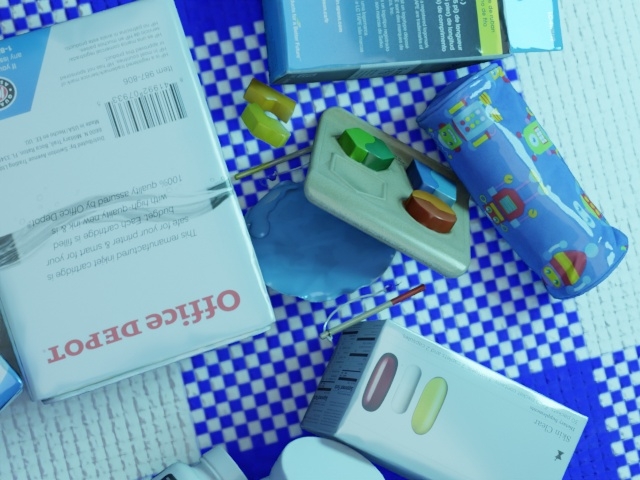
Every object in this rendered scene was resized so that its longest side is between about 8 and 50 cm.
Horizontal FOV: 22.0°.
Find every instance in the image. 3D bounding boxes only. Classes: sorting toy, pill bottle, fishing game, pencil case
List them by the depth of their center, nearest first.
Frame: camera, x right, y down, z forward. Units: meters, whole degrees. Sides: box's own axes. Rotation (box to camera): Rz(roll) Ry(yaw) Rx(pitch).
[{"bbox_3d":[-0.039,0.361,1.824,0.162,0.162,0.278,24,118,-9],"label":"pill bottle"},{"bbox_3d":[-0.171,0.323,1.889,0.193,0.108,0.108,-37,93,-11],"label":"pill bottle"},{"bbox_3d":[0.046,-0.089,1.922,0.307,0.229,0.041,29,117,-8],"label":"sorting toy"},{"bbox_3d":[0.000,0.000,1.933,0.189,0.041,0.264,-26,57,-12],"label":"fishing game"},{"bbox_3d":[0.251,-0.070,1.998,0.306,0.119,0.133,52,46,-3],"label":"pencil case"}]

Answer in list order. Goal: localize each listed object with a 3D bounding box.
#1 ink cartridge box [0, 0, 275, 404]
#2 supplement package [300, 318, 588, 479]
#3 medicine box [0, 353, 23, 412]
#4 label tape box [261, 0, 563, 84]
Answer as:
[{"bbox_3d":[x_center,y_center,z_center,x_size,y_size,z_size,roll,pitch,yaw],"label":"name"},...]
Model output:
[{"bbox_3d":[-0.251,-0.042,1.870,0.285,0.166,0.395,-17,89,-12],"label":"ink cartridge box"},{"bbox_3d":[0.137,0.212,1.911,0.261,0.204,0.145,26,81,-9],"label":"supplement package"},{"bbox_3d":[-0.466,0.098,1.767,0.149,0.263,0.289,-43,95,-10],"label":"medicine box"},{"bbox_3d":[0.101,-0.328,1.994,0.347,0.115,0.249,-6,87,-14],"label":"label tape box"}]
